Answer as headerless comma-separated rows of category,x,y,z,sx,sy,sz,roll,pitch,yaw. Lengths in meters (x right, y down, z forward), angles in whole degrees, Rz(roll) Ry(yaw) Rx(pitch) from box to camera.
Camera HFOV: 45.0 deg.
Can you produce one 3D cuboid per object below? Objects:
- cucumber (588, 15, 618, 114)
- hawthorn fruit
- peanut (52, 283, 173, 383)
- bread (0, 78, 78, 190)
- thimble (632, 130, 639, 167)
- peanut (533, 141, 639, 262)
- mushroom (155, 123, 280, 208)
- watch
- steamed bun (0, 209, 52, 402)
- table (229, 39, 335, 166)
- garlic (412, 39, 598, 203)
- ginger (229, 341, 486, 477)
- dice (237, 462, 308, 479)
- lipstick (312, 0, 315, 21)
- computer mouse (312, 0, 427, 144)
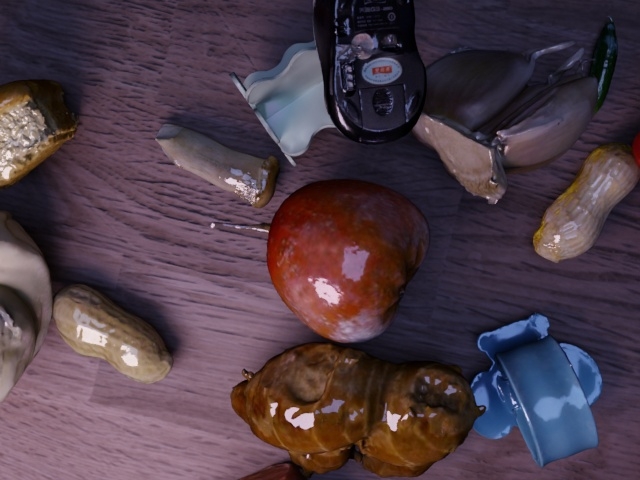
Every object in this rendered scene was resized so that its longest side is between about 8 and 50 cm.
cucumber,0.423,-0.258,1.157,0.037,0.037,0.155,13,95,3
hawthorn fruit,0.037,0.009,1.104,0.235,0.231,0.262,-27,86,-34
peanut,-0.326,0.149,1.203,0.214,0.090,0.098,31,83,2
bread,-0.447,-0.159,1.120,0.174,0.245,0.121,-41,100,6
thimble,0.604,-0.095,1.005,0.350,0.350,0.230,37,99,1
peanut,0.397,-0.055,1.146,0.087,0.087,0.206,37,94,1
mushroom,-0.161,-0.125,1.190,0.209,0.071,0.084,25,89,5
watch,0.314,0.217,1.115,0.211,0.193,0.210,0,94,2
steamed bun,-0.552,0.100,1.145,0.352,0.247,0.339,16,83,26
table,-0.004,-0.229,1.126,0.198,0.166,0.166,-34,91,3
garlic,0.250,-0.184,1.084,0.292,0.237,0.210,-43,102,-34
ginger,0.041,0.252,1.127,0.358,0.274,0.152,8,60,0
dice,-0.085,0.458,1.166,0.175,0.174,0.179,-23,91,3
lipstick,0.007,-0.398,1.173,0.038,0.038,0.130,1,94,4
computer mouse,0.062,-0.244,1.018,0.137,0.096,0.233,-7,101,-21
